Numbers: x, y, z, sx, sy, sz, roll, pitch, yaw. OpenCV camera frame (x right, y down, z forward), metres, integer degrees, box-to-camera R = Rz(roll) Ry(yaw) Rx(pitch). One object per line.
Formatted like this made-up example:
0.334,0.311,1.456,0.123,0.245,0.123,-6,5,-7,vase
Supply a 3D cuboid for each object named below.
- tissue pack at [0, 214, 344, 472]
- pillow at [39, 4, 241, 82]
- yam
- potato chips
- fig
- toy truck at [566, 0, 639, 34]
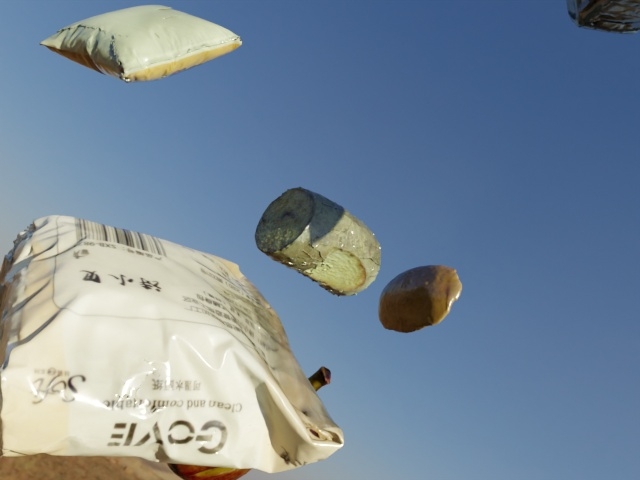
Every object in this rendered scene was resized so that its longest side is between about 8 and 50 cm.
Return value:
-0.189,0.116,0.711,0.376,0.195,0.390,13,17,-27,tissue pack
-0.374,-0.419,1.242,0.312,0.310,0.119,28,-44,31,pillow
0.000,0.000,1.066,0.154,0.154,0.254,15,-11,41,yam
0.181,0.106,1.135,0.049,0.150,0.202,34,-20,-31,potato chips
-0.133,0.283,0.936,0.290,0.190,0.190,-29,-64,34,fig
0.230,-0.266,0.464,0.074,0.201,0.088,1,-11,-15,toy truck
